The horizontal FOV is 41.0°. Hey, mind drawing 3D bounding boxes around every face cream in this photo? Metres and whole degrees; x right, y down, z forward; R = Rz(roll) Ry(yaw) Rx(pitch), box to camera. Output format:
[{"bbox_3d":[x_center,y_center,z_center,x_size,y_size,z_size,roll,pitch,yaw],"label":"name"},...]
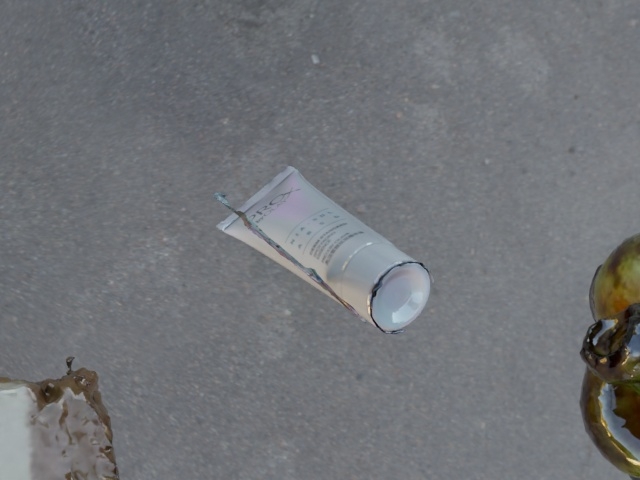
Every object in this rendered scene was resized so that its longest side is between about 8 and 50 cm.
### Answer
[{"bbox_3d":[0.000,0.000,0.704,0.092,0.243,0.058,-38,125,-13],"label":"face cream"}]

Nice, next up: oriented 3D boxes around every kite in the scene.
[{"bbox_3d":[-0.023,0.009,0.579,0.011,0.156,0.139,-49,148,-3],"label":"kite"}]

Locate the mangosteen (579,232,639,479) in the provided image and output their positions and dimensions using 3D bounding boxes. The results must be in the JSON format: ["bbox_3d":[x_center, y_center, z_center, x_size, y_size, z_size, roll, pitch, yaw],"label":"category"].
[{"bbox_3d":[0.349,0.102,0.632,0.330,0.330,0.330,-1,91,-28],"label":"mangosteen"}]

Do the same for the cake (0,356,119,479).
[{"bbox_3d":[-0.326,0.265,0.744,0.290,0.255,0.282,-7,79,-29],"label":"cake"}]
